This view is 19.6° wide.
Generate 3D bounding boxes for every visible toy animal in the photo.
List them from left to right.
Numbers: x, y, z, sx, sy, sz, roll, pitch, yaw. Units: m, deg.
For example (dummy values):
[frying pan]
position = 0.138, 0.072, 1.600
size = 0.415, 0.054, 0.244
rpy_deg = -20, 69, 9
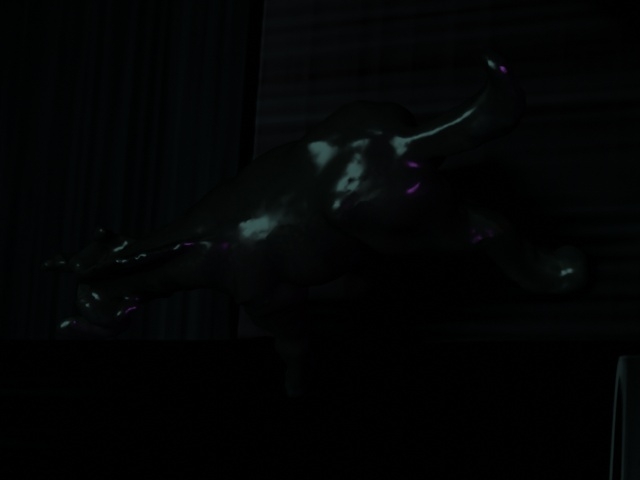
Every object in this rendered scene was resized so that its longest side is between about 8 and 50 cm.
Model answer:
[toy animal]
position = 0.000, 0.000, 0.774
size = 0.233, 0.148, 0.084
rpy_deg = -23, 70, 27
